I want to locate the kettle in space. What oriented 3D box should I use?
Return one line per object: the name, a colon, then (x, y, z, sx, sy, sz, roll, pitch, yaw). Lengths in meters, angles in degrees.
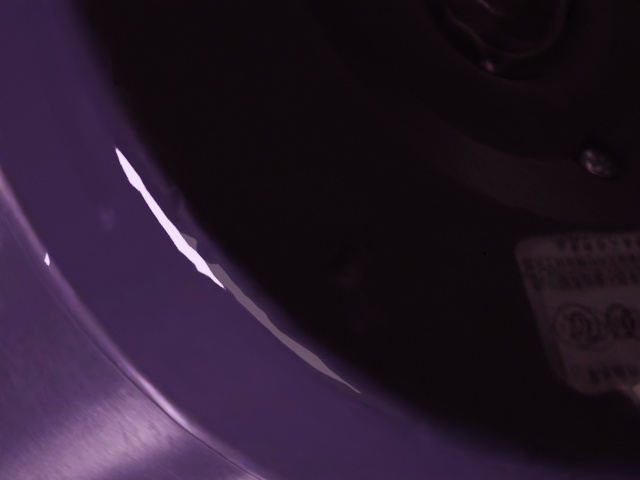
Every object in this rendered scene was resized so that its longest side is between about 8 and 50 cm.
kettle: (-0.012, -0.013, 0.480, 0.271, 0.250, 0.207, -34, 75, 51)
